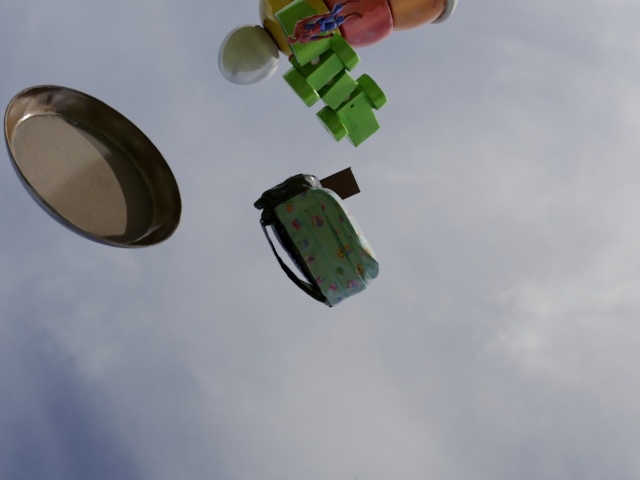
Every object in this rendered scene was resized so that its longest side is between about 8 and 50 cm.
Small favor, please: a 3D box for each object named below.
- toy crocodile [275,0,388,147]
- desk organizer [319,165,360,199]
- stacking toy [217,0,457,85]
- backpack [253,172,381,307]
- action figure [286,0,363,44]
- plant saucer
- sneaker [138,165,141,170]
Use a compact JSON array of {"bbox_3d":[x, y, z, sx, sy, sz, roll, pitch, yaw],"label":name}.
[{"bbox_3d":[0.019,-0.260,1.226,0.115,0.340,0.105,-41,-120,5],"label":"toy crocodile"},{"bbox_3d":[0.003,-0.084,1.340,0.130,0.047,0.050,-24,-85,-11],"label":"desk organizer"},{"bbox_3d":[-0.003,-0.471,1.451,0.480,0.350,0.351,-36,-106,-6],"label":"stacking toy"},{"bbox_3d":[0.000,0.000,1.026,0.115,0.152,0.182,-33,-95,9],"label":"backpack"},{"bbox_3d":[0.005,-0.289,0.988,0.115,0.038,0.030,-29,-128,-14],"label":"action figure"},{"bbox_3d":[-0.353,-0.106,1.150,0.050,0.310,0.311,-40,-109,27],"label":"plant saucer"},{"bbox_3d":[-0.322,-0.098,1.384,0.094,0.235,0.153,13,-83,8],"label":"sneaker"}]
